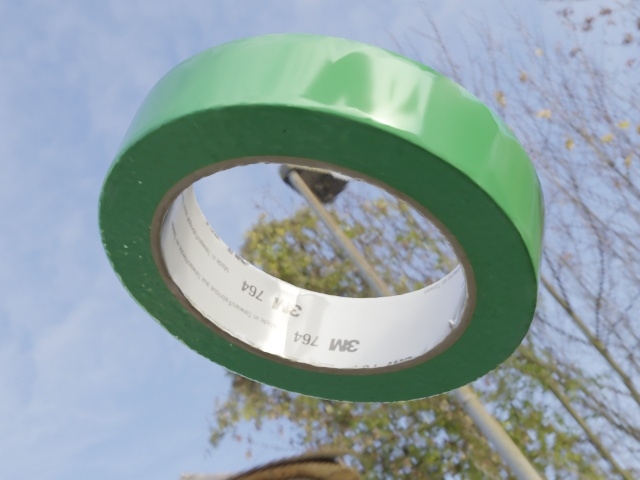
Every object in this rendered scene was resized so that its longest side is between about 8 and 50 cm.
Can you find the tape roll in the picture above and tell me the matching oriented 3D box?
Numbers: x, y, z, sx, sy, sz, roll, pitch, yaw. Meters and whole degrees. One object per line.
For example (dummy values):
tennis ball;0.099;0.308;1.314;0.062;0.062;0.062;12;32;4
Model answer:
tape roll;0.000;0.000;0.741;0.321;0.077;0.321;9;-41;8
